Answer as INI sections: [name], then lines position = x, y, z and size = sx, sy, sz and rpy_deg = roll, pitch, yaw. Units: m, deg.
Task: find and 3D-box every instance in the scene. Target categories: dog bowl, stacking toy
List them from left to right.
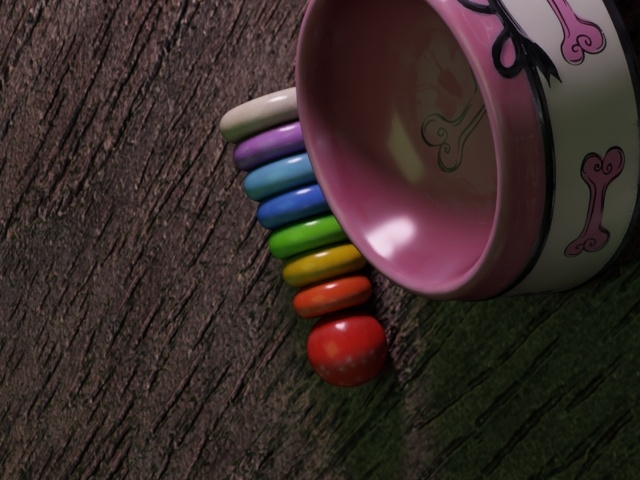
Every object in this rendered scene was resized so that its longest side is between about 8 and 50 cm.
[stacking toy]
position = 0.000, 0.000, 2.167
size = 0.141, 0.141, 0.330
rpy_deg = -22, 84, 47
[dog bowl]
position = 0.127, -0.123, 1.908
size = 0.408, 0.150, 0.408
rpy_deg = 34, 134, 45
